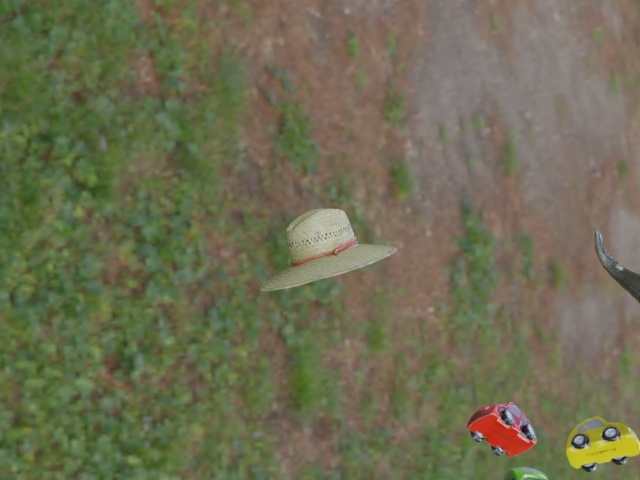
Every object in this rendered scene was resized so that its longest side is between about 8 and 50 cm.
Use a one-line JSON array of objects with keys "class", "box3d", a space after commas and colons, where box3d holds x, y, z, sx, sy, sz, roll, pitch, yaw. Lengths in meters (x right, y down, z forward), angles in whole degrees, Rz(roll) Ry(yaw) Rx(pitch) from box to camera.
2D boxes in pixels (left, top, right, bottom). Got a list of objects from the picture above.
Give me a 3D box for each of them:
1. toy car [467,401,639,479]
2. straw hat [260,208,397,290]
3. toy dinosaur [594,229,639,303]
[{"class": "toy car", "box3d": [0.294, 0.304, 1.845, 0.053, 0.239, 0.225, -89, -169, -47]}, {"class": "straw hat", "box3d": [0.000, 0.000, 1.347, 0.144, 0.144, 0.061, -26, 101, -60]}, {"class": "toy dinosaur", "box3d": [0.414, 0.102, 1.445, 0.314, 0.121, 0.160, 53, 28, -16]}]
